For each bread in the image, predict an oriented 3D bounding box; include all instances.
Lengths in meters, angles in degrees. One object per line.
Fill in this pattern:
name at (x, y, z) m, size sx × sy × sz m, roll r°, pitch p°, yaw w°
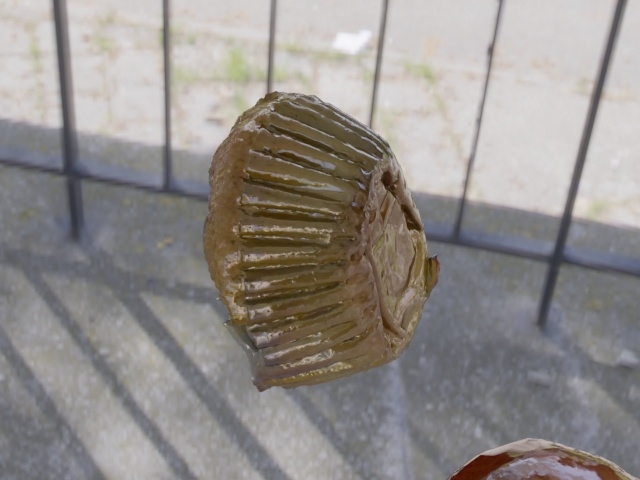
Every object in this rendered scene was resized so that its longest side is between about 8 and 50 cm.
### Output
bread at (0.000, 0.000, 1.302) m, size 0.149 × 0.274 × 0.274 m, roll 0°, pitch 40°, yaw 24°

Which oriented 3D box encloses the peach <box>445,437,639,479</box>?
peach at (0.165, 0.265, 1.015) m, size 0.232 × 0.256 × 0.232 m, roll -2°, pitch 70°, yaw 7°
